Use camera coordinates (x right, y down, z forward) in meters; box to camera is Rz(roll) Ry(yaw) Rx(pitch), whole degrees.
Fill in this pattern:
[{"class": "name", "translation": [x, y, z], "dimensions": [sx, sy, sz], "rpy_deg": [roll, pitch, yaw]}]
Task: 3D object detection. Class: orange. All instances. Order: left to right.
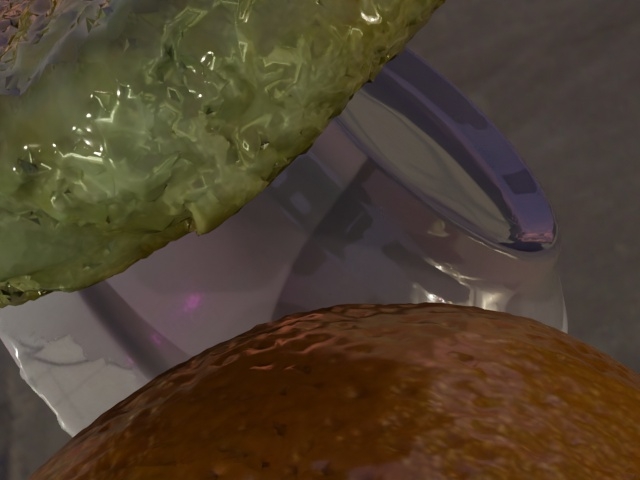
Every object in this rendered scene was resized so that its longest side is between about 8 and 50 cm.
[{"class": "orange", "translation": [0.019, 0.145, 0.411], "dimensions": [0.264, 0.264, 0.264], "rpy_deg": [-15, 26, 8]}]

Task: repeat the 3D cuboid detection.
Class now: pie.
[{"class": "pie", "translation": [-0.040, -0.071, 0.459], "dimensions": [0.277, 0.078, 0.277], "rpy_deg": [-37, 21, 17]}]

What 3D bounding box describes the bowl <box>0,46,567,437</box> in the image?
[{"class": "bowl", "translation": [0.000, 0.000, 0.701], "dimensions": [0.144, 0.287, 0.287], "rpy_deg": [-48, 16, 24]}]
